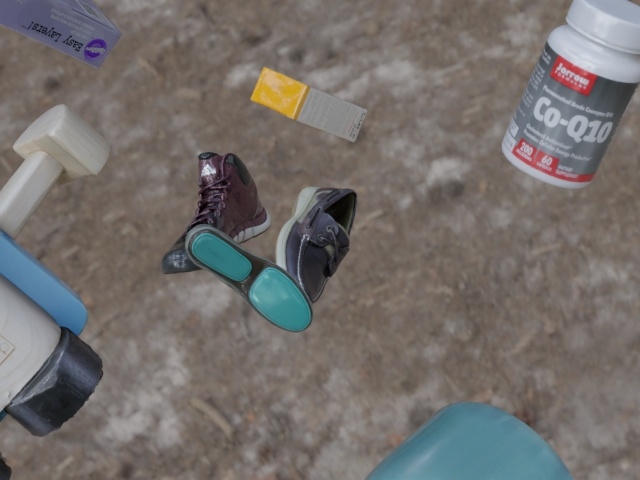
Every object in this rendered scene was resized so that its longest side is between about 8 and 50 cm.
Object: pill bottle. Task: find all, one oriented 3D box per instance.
[{"bbox_3d":[0.409,-0.239,2.115,0.161,0.283,0.161,16,27,-9],"label":"pill bottle"}]

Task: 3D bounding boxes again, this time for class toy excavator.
[{"bbox_3d":[-0.384,0.048,1.493,0.433,0.222,0.445,-48,25,-3],"label":"toy excavator"}]

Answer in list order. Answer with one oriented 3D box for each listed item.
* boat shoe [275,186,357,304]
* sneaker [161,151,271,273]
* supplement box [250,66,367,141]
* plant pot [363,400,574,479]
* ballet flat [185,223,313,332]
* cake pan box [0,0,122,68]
[{"bbox_3d":[0.000,0.000,2.087,0.092,0.102,0.285,-15,28,20],"label":"boat shoe"},{"bbox_3d":[-0.189,-0.055,2.181,0.106,0.162,0.281,-7,15,27],"label":"sneaker"},{"bbox_3d":[-0.010,-0.130,1.293,0.062,0.098,0.036,28,98,39],"label":"supplement box"},{"bbox_3d":[0.162,0.391,1.743,0.235,0.293,0.293,-27,39,-37],"label":"plant pot"},{"bbox_3d":[-0.097,0.047,1.871,0.072,0.213,0.068,-51,12,3],"label":"ballet flat"},{"bbox_3d":[-0.413,-0.348,1.758,0.070,0.267,0.246,-52,55,14],"label":"cake pan box"}]
